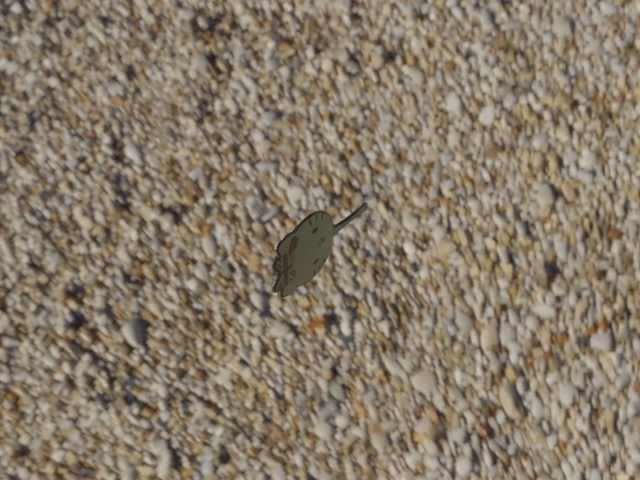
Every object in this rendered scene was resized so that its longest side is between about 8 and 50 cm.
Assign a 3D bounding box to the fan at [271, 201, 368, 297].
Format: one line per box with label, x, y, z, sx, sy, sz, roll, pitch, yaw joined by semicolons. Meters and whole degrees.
fan;0.000;0.000;0.768;0.004;0.056;0.083;35;55;29
